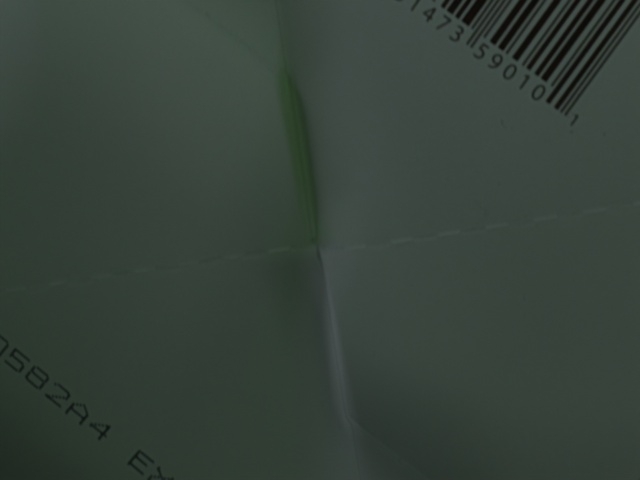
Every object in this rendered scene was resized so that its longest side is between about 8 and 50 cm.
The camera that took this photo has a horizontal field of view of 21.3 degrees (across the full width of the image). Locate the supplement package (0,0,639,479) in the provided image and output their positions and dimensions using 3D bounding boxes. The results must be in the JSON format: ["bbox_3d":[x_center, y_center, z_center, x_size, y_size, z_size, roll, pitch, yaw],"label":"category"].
[{"bbox_3d":[0.027,-0.006,0.468,0.199,0.198,0.262,37,10,8],"label":"supplement package"}]
